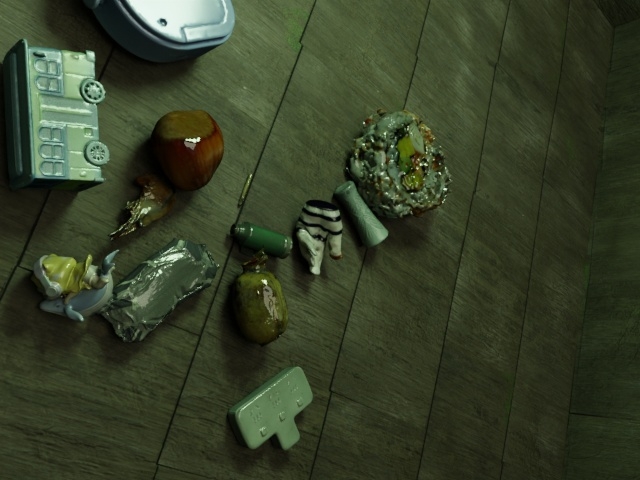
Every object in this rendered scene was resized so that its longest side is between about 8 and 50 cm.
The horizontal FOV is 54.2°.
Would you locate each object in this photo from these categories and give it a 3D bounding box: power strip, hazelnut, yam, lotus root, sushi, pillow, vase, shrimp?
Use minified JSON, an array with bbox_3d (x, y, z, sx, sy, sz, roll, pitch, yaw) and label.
[{"bbox_3d":[-0.124,0.499,1.779,0.265,0.059,0.193,-30,104,-41],"label":"power strip"},{"bbox_3d":[-0.349,-0.236,1.617,0.186,0.210,0.210,30,63,-9],"label":"hazelnut"},{"bbox_3d":[-0.218,-0.147,1.818,0.014,0.014,0.107,33,64,-34],"label":"yam"},{"bbox_3d":[-0.173,0.154,1.732,0.154,0.154,0.277,-12,93,-42],"label":"lotus root"},{"bbox_3d":[0.277,-0.268,2.169,0.418,0.176,0.417,7,79,-41],"label":"sushi"},{"bbox_3d":[-0.394,0.113,1.570,0.335,0.093,0.161,-44,117,-37],"label":"pillow"},{"bbox_3d":[0.130,-0.090,2.074,0.096,0.096,0.219,-47,111,-36],"label":"vase"},{"bbox_3d":[-0.462,-0.084,1.560,0.117,0.066,0.262,53,38,-5],"label":"shrimp"}]

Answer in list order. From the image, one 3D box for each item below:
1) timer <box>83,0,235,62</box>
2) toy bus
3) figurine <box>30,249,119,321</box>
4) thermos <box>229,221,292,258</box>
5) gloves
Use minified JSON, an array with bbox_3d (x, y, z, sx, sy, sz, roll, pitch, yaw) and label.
[{"bbox_3d":[-0.431,-0.644,1.591,0.395,0.173,0.394,6,81,-42],"label":"timer"},{"bbox_3d":[-0.598,-0.270,1.403,0.190,0.152,0.312,-2,86,-42],"label":"toy bus"},{"bbox_3d":[-0.544,0.091,1.403,0.209,0.128,0.183,-39,112,2],"label":"figurine"},{"bbox_3d":[-0.178,-0.003,1.802,0.188,0.083,0.073,21,49,-37],"label":"thermos"},{"bbox_3d":[-0.013,-0.006,1.926,0.140,0.131,0.218,-7,119,-44],"label":"gloves"}]
